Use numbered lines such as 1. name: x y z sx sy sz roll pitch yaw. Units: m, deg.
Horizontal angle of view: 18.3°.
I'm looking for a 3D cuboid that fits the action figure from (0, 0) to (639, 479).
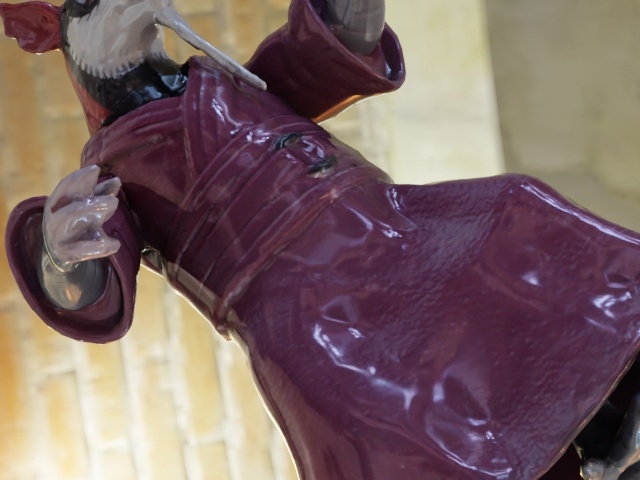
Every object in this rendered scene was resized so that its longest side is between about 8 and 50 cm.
1. action figure: 0.000 0.000 0.879 0.370 0.248 0.276 43 -21 26
